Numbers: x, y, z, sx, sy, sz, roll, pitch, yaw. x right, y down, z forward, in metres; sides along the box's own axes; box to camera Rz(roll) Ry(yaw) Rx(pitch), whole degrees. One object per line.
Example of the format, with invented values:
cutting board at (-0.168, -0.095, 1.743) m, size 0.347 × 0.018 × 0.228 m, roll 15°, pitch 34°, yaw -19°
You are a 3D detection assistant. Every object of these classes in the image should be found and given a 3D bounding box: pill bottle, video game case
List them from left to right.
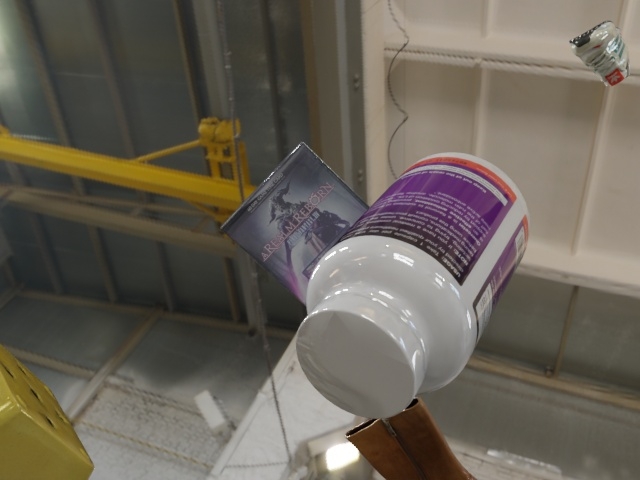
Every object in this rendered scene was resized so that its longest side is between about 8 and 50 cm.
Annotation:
video game case at (0.000, 0.000, 1.177) m, size 0.274 × 0.026 × 0.196 m, roll 43°, pitch -88°, yaw -16°
pill bottle at (0.104, 0.040, 0.769) m, size 0.181 × 0.323 × 0.182 m, roll 16°, pitch -55°, yaw 24°

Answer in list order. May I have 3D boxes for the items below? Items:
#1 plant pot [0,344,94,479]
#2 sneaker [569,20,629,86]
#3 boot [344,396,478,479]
plant pot at (-0.357, 0.213, 0.694) m, size 0.212 × 0.187 × 0.212 m, roll 36°, pitch -21°, yaw 42°
sneaker at (0.402, -0.257, 0.989) m, size 0.057 × 0.161 × 0.075 m, roll -27°, pitch -97°, yaw 35°
boot at (0.133, 0.422, 1.145) m, size 0.264 × 0.096 × 0.280 m, roll -36°, pitch -82°, yaw 24°
